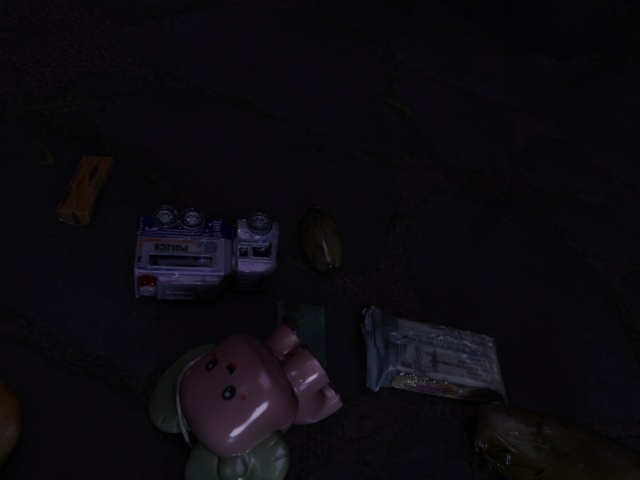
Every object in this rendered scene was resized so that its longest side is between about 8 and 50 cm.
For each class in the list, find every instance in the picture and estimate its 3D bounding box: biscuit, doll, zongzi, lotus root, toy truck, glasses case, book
[{"bbox_3d":[0.227,0.228,1.024,0.309,0.079,0.186,11,47,-10],"label":"biscuit"},{"bbox_3d":[-0.117,0.263,0.825,0.268,0.216,0.284,-34,49,-12],"label":"doll"},{"bbox_3d":[0.409,0.349,0.842,0.274,0.300,0.145,26,67,2],"label":"zongzi"},{"bbox_3d":[0.000,0.000,1.134,0.089,0.080,0.179,8,52,-31],"label":"lotus root"},{"bbox_3d":[-0.214,0.035,1.002,0.268,0.124,0.155,3,57,-15],"label":"toy truck"},{"bbox_3d":[-0.481,-0.105,1.078,0.065,0.041,0.169,4,50,-2],"label":"glasses case"},{"bbox_3d":[-0.041,0.181,1.008,0.103,0.017,0.135,9,49,-13],"label":"book"}]

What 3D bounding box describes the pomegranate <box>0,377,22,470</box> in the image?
[{"bbox_3d":[-0.498,0.250,0.670,0.207,0.207,0.207,10,49,-12],"label":"pomegranate"}]
